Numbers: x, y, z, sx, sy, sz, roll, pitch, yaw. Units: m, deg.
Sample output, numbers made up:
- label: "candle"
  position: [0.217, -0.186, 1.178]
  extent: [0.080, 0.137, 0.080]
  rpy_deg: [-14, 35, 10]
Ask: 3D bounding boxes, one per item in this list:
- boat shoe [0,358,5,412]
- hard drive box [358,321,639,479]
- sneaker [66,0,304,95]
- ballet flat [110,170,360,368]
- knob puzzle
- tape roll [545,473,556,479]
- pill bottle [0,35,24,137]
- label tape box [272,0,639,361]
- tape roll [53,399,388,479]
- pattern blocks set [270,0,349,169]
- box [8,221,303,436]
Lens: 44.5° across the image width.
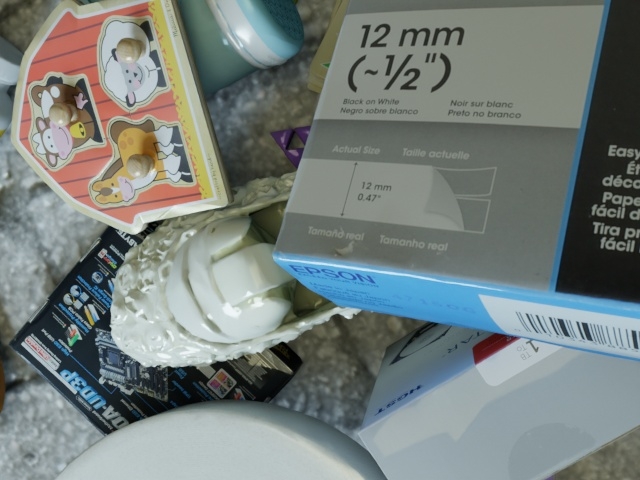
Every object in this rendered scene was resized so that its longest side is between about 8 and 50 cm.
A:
- label: "boat shoe"
  position: [-0.373, 0.091, 0.767]
  extent: [0.073, 0.073, 0.206]
  rpy_deg: [-22, 89, 48]
- label: "hard drive box"
  position: [0.138, 0.100, 0.599]
  extent: [0.181, 0.232, 0.089]
  rpy_deg: [-33, 90, 10]
- label: "sneaker"
  position: [-0.169, -0.249, 0.668]
  extent: [0.208, 0.127, 0.318]
  rpy_deg: [-29, 79, 22]
- label: "ballet flat"
  position: [0.000, 0.000, 0.621]
  extent: [0.409, 0.147, 0.146]
  rpy_deg: [-20, 93, 7]
- label: "knob puzzle"
  position: [-0.179, -0.094, 0.624]
  extent: [0.213, 0.030, 0.213]
  rpy_deg: [8, 111, 21]
- label: "tape roll"
  position: [0.259, 0.190, 0.667]
  extent: [0.189, 0.080, 0.188]
  rpy_deg: [1, 97, 8]
- label: "pill bottle"
  position: [-0.351, -0.109, 0.718]
  extent: [0.103, 0.103, 0.184]
  rpy_deg: [39, 101, 3]
- label: "label tape box"
  position: [0.142, -0.117, 0.477]
  extent: [0.249, 0.115, 0.347]
  rpy_deg: [8, 75, 28]
- label: "tape roll"
  position: [-0.081, 0.331, 0.654]
  extent: [0.392, 0.072, 0.391]
  rpy_deg: [-1, 87, 14]
- label: "pattern blocks set"
  position: [0.082, -0.187, 0.680]
  extent: [0.285, 0.026, 0.324]
  rpy_deg: [36, 100, 3]
- label: "box"
  position: [-0.155, 0.105, 0.737]
  extent: [0.220, 0.051, 0.175]
  rpy_deg: [42, 100, 2]
